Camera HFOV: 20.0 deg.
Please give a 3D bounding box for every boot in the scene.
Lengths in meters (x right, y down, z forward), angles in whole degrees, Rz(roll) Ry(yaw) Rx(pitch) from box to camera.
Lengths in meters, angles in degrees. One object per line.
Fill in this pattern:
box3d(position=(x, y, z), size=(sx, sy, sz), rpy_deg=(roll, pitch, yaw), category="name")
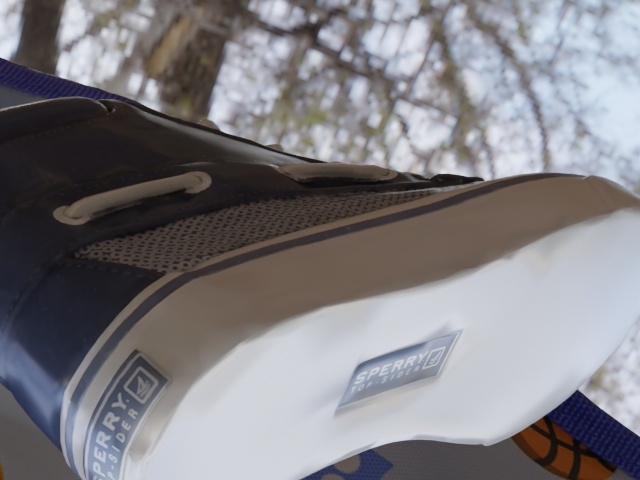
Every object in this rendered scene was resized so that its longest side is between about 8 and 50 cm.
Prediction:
box3d(position=(0.000, 0.000, 0.390), size=(0.086, 0.069, 0.190), rpy_deg=(39, -155, 28), category="boot")

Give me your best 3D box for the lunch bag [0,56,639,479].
box3d(position=(-0.092, 0.142, 0.595), size=(0.385, 0.239, 0.328), rpy_deg=(37, -127, -3), category="lunch bag")
